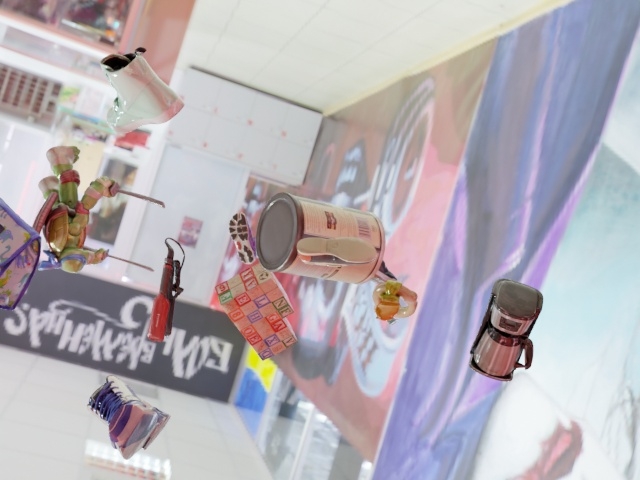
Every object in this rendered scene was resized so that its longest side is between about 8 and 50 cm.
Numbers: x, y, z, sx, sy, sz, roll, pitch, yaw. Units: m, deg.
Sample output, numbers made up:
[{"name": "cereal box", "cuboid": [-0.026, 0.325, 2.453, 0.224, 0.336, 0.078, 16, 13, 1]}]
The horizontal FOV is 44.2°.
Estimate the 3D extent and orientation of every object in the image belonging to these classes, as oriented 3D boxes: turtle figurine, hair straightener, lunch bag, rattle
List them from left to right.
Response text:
[{"name": "lunch bag", "cuboid": [-0.521, 0.019, 1.253, 0.129, 0.151, 0.096, 37, -169, 18]}, {"name": "turtle figurine", "cuboid": [-0.452, -0.054, 1.577, 0.198, 0.275, 0.266, 78, 165, -59]}, {"name": "hair straightener", "cuboid": [-0.339, 0.104, 1.746, 0.047, 0.230, 0.089, 8, -169, 12]}, {"name": "rattle", "cuboid": [0.178, 0.209, 2.105, 0.130, 0.142, 0.199, 17, 141, -12]}]

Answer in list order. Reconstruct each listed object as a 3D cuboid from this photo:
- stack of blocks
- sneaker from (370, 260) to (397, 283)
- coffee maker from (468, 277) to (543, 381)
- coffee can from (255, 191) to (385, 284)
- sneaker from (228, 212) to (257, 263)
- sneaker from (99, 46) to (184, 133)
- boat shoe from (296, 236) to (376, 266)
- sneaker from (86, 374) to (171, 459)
[{"name": "stack of blocks", "cuboid": [-0.173, 0.217, 2.390, 0.297, 0.171, 0.087, 62, -179, -42]}, {"name": "sneaker", "cuboid": [0.149, 0.027, 2.471, 0.282, 0.153, 0.099, 31, 166, -14]}, {"name": "coffee maker", "cuboid": [0.377, 0.170, 1.629, 0.120, 0.178, 0.171, 7, -147, -10]}, {"name": "coffee can", "cuboid": [0.000, 0.000, 2.033, 0.275, 0.201, 0.201, 11, -179, -34]}, {"name": "sneaker", "cuboid": [-0.239, -0.011, 2.482, 0.068, 0.170, 0.071, -3, -159, 21]}, {"name": "sneaker", "cuboid": [-0.376, -0.296, 1.530, 0.256, 0.094, 0.151, 0, 135, 51]}, {"name": "boat shoe", "cuboid": [0.028, 0.024, 1.325, 0.137, 0.049, 0.043, 3, 144, 12]}, {"name": "sneaker", "cuboid": [-0.477, 0.411, 1.860, 0.182, 0.127, 0.315, 33, 169, 6]}]
